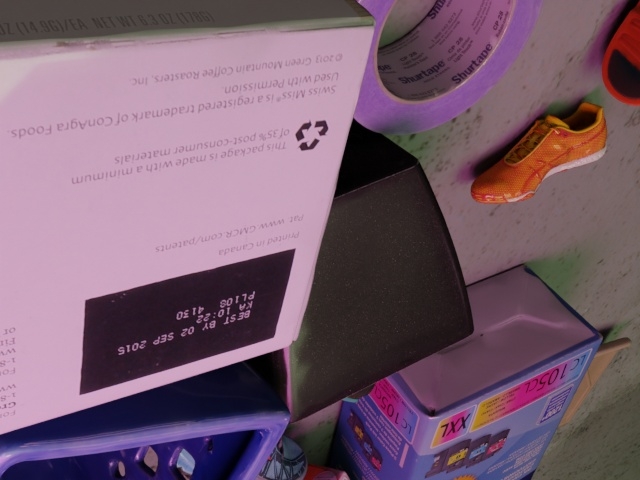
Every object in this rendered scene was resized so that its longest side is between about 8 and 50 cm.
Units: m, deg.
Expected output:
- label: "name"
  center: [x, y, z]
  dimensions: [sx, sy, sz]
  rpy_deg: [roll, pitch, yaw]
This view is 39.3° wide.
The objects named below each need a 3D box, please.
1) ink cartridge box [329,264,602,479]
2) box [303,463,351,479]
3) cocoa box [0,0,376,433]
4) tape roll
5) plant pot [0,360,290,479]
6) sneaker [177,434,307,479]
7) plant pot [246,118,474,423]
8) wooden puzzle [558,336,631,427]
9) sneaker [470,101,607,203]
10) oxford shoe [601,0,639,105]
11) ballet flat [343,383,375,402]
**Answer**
- label: "ink cartridge box"
  center: [0.166, 0.248, 1.167]
  dimensions: [0.270, 0.151, 0.396]
  rpy_deg: [-19, 141, -26]
- label: "box"
  center: [-0.001, 0.398, 1.091]
  dimensions: [0.128, 0.122, 0.257]
  rpy_deg: [-53, 130, -38]
- label: "cocoa box"
  center: [-0.191, -0.053, 0.454]
  dimensions: [0.347, 0.228, 0.231]
  rpy_deg: [-13, 137, -31]
- label: "tape roll"
  center: [0.073, -0.179, 0.679]
  dimensions: [0.189, 0.080, 0.189]
  rpy_deg: [-24, 141, -21]
- label: "plant pot"
  center: [-0.203, 0.143, 0.670]
  dimensions: [0.236, 0.212, 0.236]
  rpy_deg: [5, 126, -44]
- label: "sneaker"
  center: [-0.069, 0.200, 0.944]
  dimensions: [0.125, 0.104, 0.262]
  rpy_deg: [-45, 144, 4]
- label: "plant pot"
  center: [0.000, 0.000, 0.734]
  dimensions: [0.188, 0.187, 0.167]
  rpy_deg: [-22, 129, -22]
- label: "wooden puzzle"
  center: [0.360, 0.244, 1.424]
  dimensions: [0.221, 0.044, 0.239]
  rpy_deg: [-8, 139, -36]
- label: "sneaker"
  center: [0.223, -0.093, 0.934]
  dimensions: [0.175, 0.064, 0.067]
  rpy_deg: [-31, 124, -20]
- label: "oxford shoe"
  center: [0.372, -0.258, 0.866]
  dimensions: [0.098, 0.097, 0.271]
  rpy_deg: [-23, 150, -54]
- label: "ballet flat"
  center: [-0.029, 0.101, 0.887]
  dimensions: [0.280, 0.095, 0.096]
  rpy_deg: [14, 109, -53]
